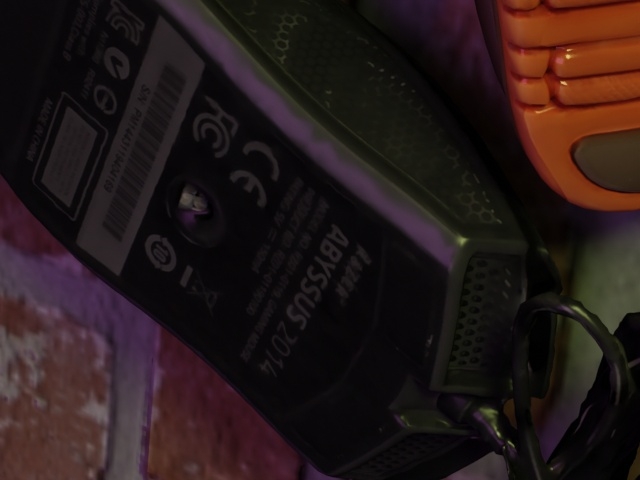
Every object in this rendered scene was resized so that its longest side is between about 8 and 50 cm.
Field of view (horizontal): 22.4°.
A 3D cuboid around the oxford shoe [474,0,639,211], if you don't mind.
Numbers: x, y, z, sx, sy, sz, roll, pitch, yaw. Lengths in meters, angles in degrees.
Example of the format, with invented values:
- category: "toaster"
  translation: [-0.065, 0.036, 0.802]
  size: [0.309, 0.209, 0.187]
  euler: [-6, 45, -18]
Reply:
- category: "oxford shoe"
  translation: [0.073, -0.188, 0.378]
  size: [0.133, 0.130, 0.364]
  euler: [-137, 43, -59]

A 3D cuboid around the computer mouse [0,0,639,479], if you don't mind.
- category: "computer mouse"
  translation: [0.000, 0.000, 0.486]
  size: [0.272, 0.072, 0.188]
  euler: [45, 136, 11]
